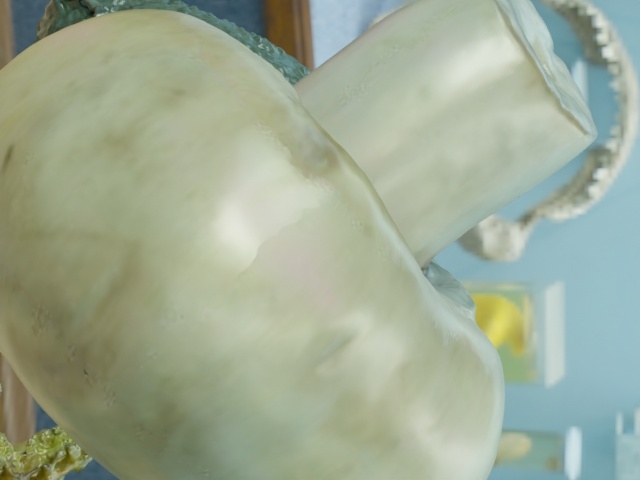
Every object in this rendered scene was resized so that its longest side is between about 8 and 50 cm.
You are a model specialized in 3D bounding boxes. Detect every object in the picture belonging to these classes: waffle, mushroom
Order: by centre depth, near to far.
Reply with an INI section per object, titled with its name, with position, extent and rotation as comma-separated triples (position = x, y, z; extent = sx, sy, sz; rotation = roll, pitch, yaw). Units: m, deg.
[mushroom]
position = -0.026, 0.019, 0.776
extent = 0.325, 0.353, 0.353
rotation = -48, 131, -59
[waffle]
position = -0.287, 0.187, 1.225
extent = 0.194, 0.149, 0.051
rotation = 29, 20, -48

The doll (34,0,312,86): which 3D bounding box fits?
[doll]
position = -0.127, -0.100, 1.338
extent = 0.247, 0.349, 0.247
rotation = -42, 159, -20
